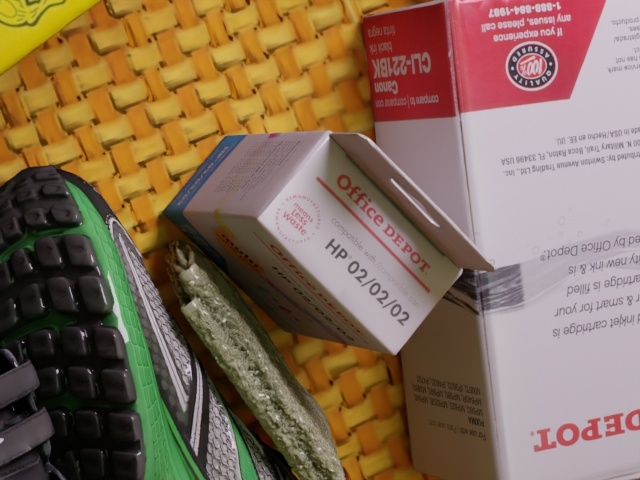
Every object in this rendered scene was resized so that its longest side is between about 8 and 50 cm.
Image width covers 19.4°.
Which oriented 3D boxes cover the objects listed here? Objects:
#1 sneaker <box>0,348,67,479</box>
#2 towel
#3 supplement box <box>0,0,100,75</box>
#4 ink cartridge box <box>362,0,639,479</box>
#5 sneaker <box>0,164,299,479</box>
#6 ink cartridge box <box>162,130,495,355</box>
[{"bbox_3d":[-0.128,0.135,0.857,0.104,0.295,0.147,-27,123,-55],"label":"sneaker"},{"bbox_3d":[-0.034,0.065,0.994,0.027,0.110,0.148,-33,105,0],"label":"towel"},{"bbox_3d":[-0.193,-0.173,0.868,0.356,0.194,0.195,-40,106,-17],"label":"supplement box"},{"bbox_3d":[0.147,-0.006,1.066,0.197,0.114,0.273,-9,94,-24],"label":"ink cartridge box"},{"bbox_3d":[-0.091,0.123,0.982,0.146,0.134,0.344,-27,97,-57],"label":"sneaker"},{"bbox_3d":[0.000,0.000,0.966,0.104,0.181,0.061,44,75,-18],"label":"ink cartridge box"}]
